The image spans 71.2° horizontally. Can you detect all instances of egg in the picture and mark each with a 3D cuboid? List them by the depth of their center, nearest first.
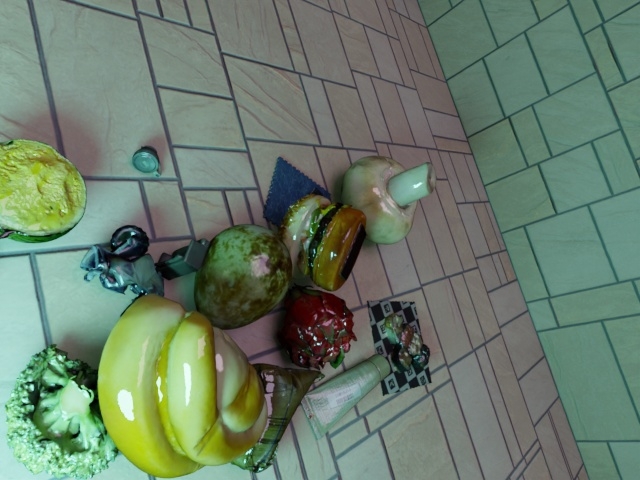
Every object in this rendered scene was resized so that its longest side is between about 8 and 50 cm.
[{"bbox_3d":[-0.201,0.096,1.149,0.238,0.238,0.290,38,67,-28],"label":"egg"}]

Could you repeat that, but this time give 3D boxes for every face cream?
[{"bbox_3d":[0.086,0.466,1.399,0.341,0.084,0.137,-22,86,-40],"label":"face cream"}]

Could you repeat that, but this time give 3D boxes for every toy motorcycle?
[{"bbox_3d":[-0.437,0.104,1.000,0.159,0.106,0.271,-15,95,-44],"label":"toy motorcycle"}]

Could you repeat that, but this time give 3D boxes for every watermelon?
[{"bbox_3d":[-0.594,-0.082,0.901,0.204,0.127,0.232,23,54,-38],"label":"watermelon"}]

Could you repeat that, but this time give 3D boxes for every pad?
[{"bbox_3d":[-0.071,-0.124,1.548,0.269,0.012,0.270,31,52,-33],"label":"pad"}]

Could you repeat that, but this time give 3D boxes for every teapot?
[{"bbox_3d":[-0.447,-0.209,1.170,0.088,0.066,0.057,56,19,-44],"label":"teapot"}]

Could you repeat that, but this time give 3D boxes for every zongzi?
[{"bbox_3d":[-0.100,0.464,1.180,0.289,0.122,0.260,28,60,-46],"label":"zongzi"}]

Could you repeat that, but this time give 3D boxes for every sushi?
[{"bbox_3d":[0.329,0.386,1.683,0.319,0.068,0.340,9,66,-44],"label":"sushi"}]

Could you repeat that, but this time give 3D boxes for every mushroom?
[{"bbox_3d":[0.257,-0.152,1.706,0.353,0.353,0.326,-11,111,-48],"label":"mushroom"}]

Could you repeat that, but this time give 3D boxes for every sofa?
[{"bbox_3d":[-0.344,0.038,1.091,0.060,0.147,0.085,38,51,-33],"label":"sofa"}]

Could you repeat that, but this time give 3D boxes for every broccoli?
[{"bbox_3d":[-0.466,0.310,0.824,0.197,0.176,0.227,5,83,-45],"label":"broccoli"}]

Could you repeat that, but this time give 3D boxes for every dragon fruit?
[{"bbox_3d":[-0.030,0.238,1.308,0.293,0.234,0.233,41,37,20],"label":"dragon fruit"}]

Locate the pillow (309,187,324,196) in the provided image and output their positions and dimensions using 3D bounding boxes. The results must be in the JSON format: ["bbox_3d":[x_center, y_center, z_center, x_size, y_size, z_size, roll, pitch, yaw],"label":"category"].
[{"bbox_3d":[-0.027,-0.077,1.520,0.141,0.055,0.208,56,46,-15],"label":"pillow"}]

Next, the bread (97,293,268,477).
[{"bbox_3d":[-0.254,0.286,0.915,0.424,0.245,0.329,73,2,-45],"label":"bread"}]

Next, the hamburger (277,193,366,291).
[{"bbox_3d":[0.000,0.000,1.327,0.225,0.291,0.291,22,41,18],"label":"hamburger"}]
